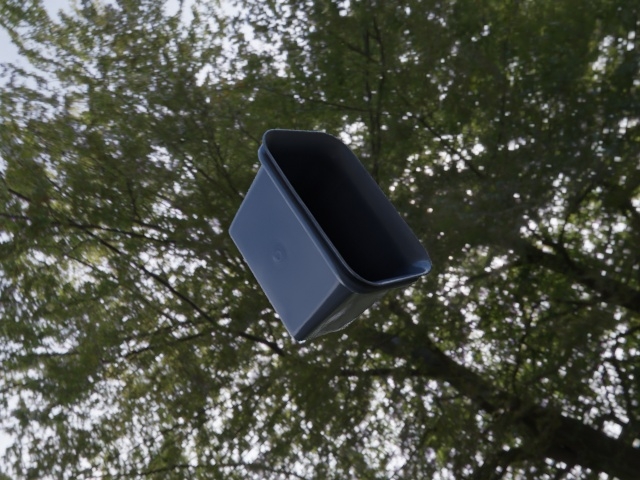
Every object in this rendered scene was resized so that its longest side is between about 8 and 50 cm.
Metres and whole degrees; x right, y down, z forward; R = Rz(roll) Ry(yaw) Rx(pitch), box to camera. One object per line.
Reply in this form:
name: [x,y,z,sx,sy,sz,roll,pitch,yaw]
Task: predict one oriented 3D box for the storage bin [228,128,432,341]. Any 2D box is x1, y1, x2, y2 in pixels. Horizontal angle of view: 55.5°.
storage bin: [0.000,0.000,0.435,0.098,0.135,0.091,-8,-33,-46]
